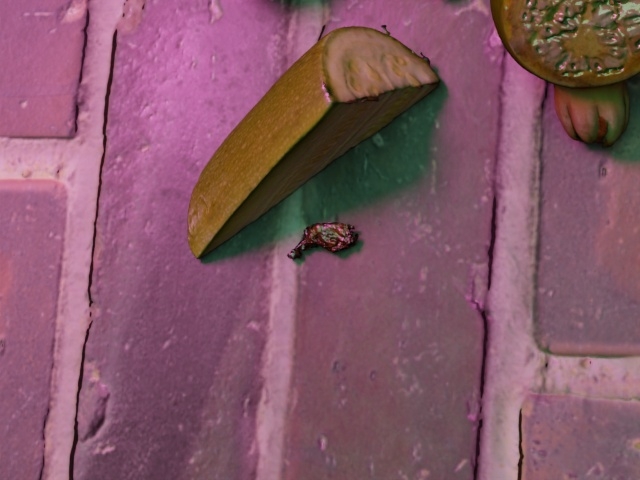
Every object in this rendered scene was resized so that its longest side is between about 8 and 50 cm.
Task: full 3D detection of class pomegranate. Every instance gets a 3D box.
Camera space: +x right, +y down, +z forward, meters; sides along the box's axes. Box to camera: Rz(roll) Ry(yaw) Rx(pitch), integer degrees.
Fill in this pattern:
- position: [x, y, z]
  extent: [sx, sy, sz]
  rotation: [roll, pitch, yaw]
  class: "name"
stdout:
- position: [0.287, -0.236, 1.381]
  extent: [0.190, 0.159, 0.241]
  rotation: [-35, 103, 15]
  class: "pomegranate"

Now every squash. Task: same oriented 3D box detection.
- position: [-0.030, -0.118, 1.498]
  extent: [0.111, 0.203, 0.288]
  rotation: [56, 132, 14]
  class: "squash"

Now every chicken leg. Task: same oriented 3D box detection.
- position: [0.001, -0.002, 1.476]
  extent: [0.083, 0.021, 0.036]
  rotation: [-10, 88, 13]
  class: "chicken leg"
